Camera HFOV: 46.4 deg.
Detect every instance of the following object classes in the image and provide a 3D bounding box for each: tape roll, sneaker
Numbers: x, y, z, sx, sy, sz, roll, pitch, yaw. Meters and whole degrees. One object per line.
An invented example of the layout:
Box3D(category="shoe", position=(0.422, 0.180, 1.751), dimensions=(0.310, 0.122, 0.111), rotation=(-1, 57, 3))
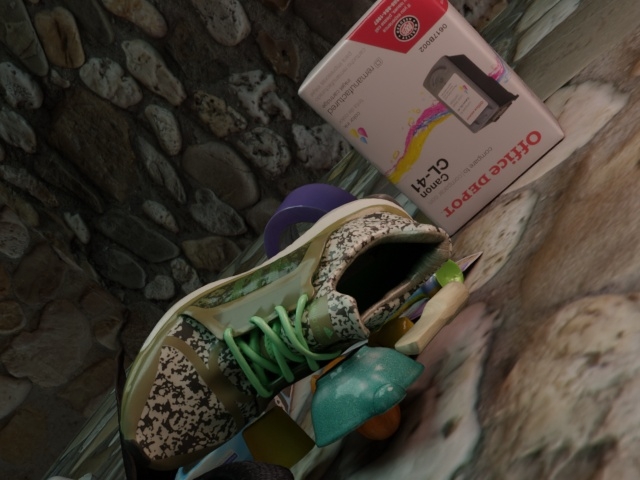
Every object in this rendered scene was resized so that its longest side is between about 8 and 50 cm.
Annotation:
Box3D(category="tape roll", position=(0.000, 0.000, 1.317), dimensions=(0.189, 0.189, 0.080), rotation=(-40, 11, 38))
Box3D(category="sneaker", position=(-0.028, 0.082, 0.768), dimensions=(0.410, 0.158, 0.182), rotation=(-39, 11, -18))

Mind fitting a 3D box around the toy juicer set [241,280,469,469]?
Box3D(category="toy juicer set", position=(0.069, 0.145, 0.780), dimensions=(0.209, 0.089, 0.329), rotation=(-31, -8, -44))

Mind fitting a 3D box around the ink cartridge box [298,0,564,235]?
Box3D(category="ink cartridge box", position=(0.155, -0.194, 1.059), dimensions=(0.226, 0.306, 0.131), rotation=(-44, 11, 22))

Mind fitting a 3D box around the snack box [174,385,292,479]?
Box3D(category="snack box", position=(-0.124, 0.265, 1.171), dimensions=(0.187, 0.060, 0.322), rotation=(-45, 9, 12))

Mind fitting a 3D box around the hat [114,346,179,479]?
Box3D(category="hat", position=(-0.266, 0.320, 1.259), dimensions=(0.134, 0.331, 0.331), rotation=(-9, 1, -14))

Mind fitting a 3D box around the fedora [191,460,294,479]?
Box3D(category="fedora", position=(-0.113, 0.322, 0.549), dimensions=(0.334, 0.152, 0.334), rotation=(-37, 6, 4))

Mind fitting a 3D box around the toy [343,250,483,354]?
Box3D(category="toy", position=(0.091, 0.074, 0.977), dimensions=(0.137, 0.056, 0.237), rotation=(-40, 6, -38))

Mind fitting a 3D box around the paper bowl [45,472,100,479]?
Box3D(category="paper bowl", position=(-0.534, 0.580, 1.458), dimensions=(0.284, 0.148, 0.284), rotation=(-45, 8, 9))
